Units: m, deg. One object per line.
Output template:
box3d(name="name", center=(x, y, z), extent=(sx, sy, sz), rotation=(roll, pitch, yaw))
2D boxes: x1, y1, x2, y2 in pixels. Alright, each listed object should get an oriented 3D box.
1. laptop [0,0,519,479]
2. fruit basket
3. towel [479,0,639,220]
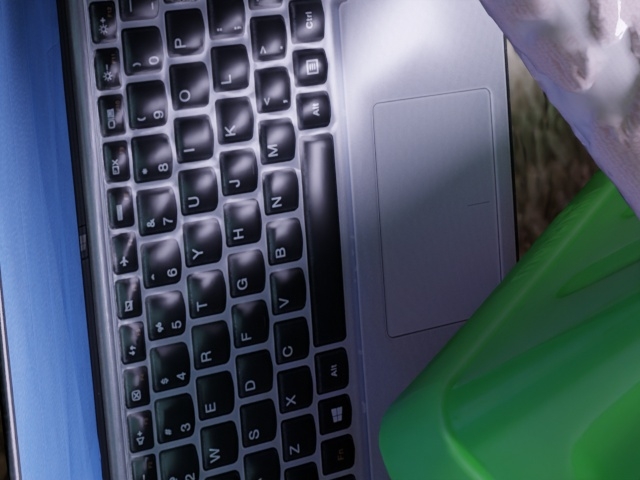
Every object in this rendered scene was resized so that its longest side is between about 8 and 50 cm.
box3d(name="laptop", center=(0.000, 0.000, 0.733), extent=(0.408, 0.236, 0.382), rotation=(-11, 102, -36))
box3d(name="fruit basket", center=(0.188, 0.115, 0.895), extent=(0.283, 0.392, 0.392), rotation=(45, 64, 2))
box3d(name="towel", center=(0.071, -0.148, 0.646), extent=(0.053, 0.317, 0.332), rotation=(-31, 120, 18))
